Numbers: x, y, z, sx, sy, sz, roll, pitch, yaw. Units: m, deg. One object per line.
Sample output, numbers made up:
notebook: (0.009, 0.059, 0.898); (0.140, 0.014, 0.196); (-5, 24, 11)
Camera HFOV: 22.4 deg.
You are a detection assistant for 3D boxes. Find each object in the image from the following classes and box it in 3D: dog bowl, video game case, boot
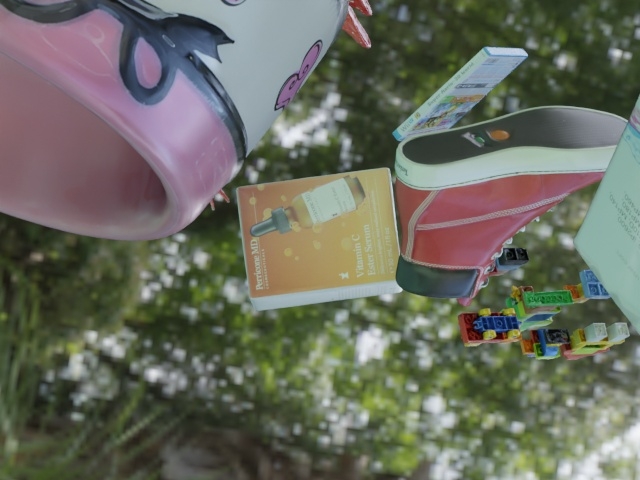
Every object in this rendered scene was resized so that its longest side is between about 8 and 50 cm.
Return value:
dog bowl: (-0.199, -0.139, 0.890); (0.408, 0.408, 0.150); (-16, -131, 65)
video game case: (0.177, -0.185, 2.045); (0.166, 0.119, 0.015); (-43, -106, 27)
boot: (0.186, -0.026, 1.535); (0.088, 0.244, 0.176); (-119, -157, -54)

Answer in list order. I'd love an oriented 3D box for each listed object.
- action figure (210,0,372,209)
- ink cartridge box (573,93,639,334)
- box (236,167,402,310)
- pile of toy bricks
action figure: (-0.063, -0.137, 1.607); (0.280, 0.139, 0.091); (-22, -147, 20)
ink cartridge box: (0.301, -0.076, 0.927); (0.131, 0.226, 0.306); (57, -27, 27)
box: (0.000, 0.000, 1.794); (0.091, 0.171, 0.130); (85, -3, -80)
pile of toy bricks: (0.221, 0.081, 1.778); (0.105, 0.212, 0.118); (-40, -125, 53)
